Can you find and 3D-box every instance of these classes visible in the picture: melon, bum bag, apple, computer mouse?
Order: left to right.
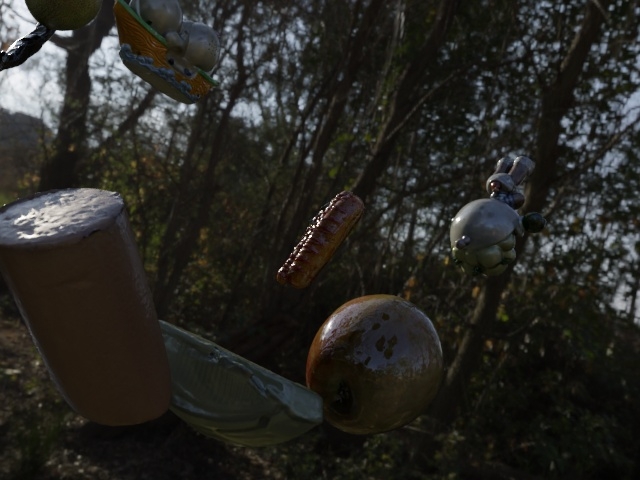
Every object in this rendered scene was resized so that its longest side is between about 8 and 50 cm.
[{"bbox_3d":[-0.613,-0.410,1.243,0.087,0.198,0.049,-17,-55,42],"label":"bum bag"},{"bbox_3d":[-0.505,-0.489,1.177,0.192,0.139,0.139,-9,-18,41],"label":"melon"},{"bbox_3d":[-0.193,0.254,1.040,0.428,0.146,0.228,19,-11,27],"label":"computer mouse"},{"bbox_3d":[0.096,0.233,1.122,0.256,0.257,0.233,10,15,36],"label":"apple"}]

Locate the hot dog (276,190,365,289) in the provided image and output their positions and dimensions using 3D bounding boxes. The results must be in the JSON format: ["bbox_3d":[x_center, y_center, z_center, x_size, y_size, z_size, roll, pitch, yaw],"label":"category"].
[{"bbox_3d":[-0.001,-0.001,0.735,0.038,0.144,0.062,39,-1,-27],"label":"hot dog"}]

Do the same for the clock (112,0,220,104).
[{"bbox_3d":[-0.249,-0.327,0.994,0.103,0.144,0.231,14,-10,37],"label":"clock"}]

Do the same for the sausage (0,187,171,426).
[{"bbox_3d":[-0.232,0.077,0.608,0.123,0.253,0.123,-3,33,2],"label":"sausage"}]

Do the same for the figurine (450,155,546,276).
[{"bbox_3d":[0.248,-0.033,0.840,0.147,0.197,0.094,-2,-53,50],"label":"figurine"}]
